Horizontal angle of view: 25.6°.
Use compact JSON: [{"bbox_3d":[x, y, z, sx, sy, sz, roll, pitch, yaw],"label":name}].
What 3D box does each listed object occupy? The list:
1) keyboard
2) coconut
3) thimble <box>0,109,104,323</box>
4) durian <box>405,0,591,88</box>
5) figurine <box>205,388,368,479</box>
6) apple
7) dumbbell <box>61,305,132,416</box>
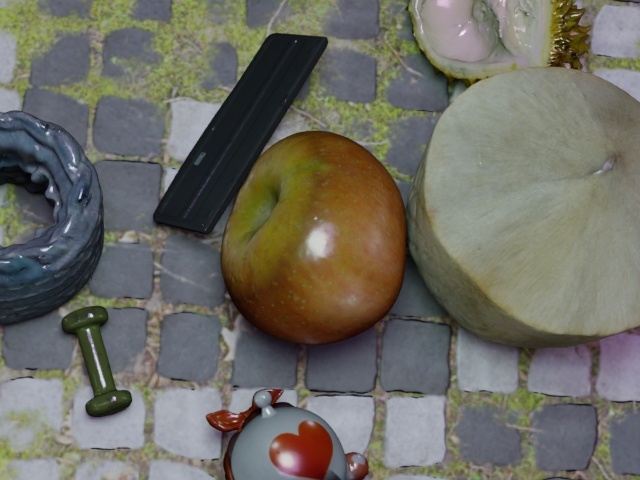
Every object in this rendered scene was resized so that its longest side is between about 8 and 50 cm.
[{"bbox_3d":[-0.117,-0.084,1.559,0.103,0.041,0.381,13,58,42],"label":"keyboard"},{"bbox_3d":[0.239,-0.029,1.462,0.329,0.329,0.329,2,74,-6],"label":"coconut"},{"bbox_3d":[-0.345,-0.031,1.477,0.236,0.172,0.205,17,70,1],"label":"thimble"},{"bbox_3d":[0.209,-0.268,1.633,0.138,0.183,0.249,-7,67,-46],"label":"durian"},{"bbox_3d":[-0.027,0.254,1.453,0.183,0.160,0.226,-35,71,-15],"label":"figurine"},{"bbox_3d":[0.000,0.000,1.492,0.173,0.210,0.235,26,67,-25],"label":"apple"},{"bbox_3d":[-0.240,0.129,1.506,0.052,0.046,0.118,-18,76,-5],"label":"dumbbell"}]
